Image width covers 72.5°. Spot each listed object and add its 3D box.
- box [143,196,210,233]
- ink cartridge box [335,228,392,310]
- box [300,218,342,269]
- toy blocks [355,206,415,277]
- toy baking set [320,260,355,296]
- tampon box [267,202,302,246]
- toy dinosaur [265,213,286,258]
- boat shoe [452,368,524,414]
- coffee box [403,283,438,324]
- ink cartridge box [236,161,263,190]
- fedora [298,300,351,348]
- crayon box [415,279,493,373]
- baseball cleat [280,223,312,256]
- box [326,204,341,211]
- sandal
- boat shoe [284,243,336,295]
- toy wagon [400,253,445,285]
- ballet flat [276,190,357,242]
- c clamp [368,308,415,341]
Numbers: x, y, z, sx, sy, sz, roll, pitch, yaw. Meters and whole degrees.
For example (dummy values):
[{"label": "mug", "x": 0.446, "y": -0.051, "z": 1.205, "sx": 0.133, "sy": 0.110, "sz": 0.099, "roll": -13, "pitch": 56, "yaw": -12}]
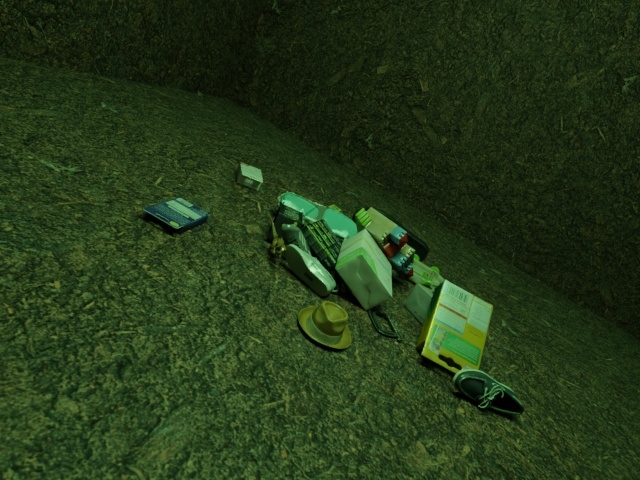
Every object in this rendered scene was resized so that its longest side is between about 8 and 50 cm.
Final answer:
[{"label": "box", "x": -0.493, "y": -0.087, "z": 1.498, "sx": 0.137, "sy": 0.036, "sz": 0.225, "roll": 30, "pitch": 19, "yaw": 5}, {"label": "ink cartridge box", "x": 0.177, "y": 0.090, "z": 1.699, "sx": 0.207, "sy": 0.119, "sz": 0.353, "roll": 54, "pitch": 18, "yaw": -12}, {"label": "box", "x": 0.020, "y": 0.011, "z": 1.726, "sx": 0.190, "sy": 0.045, "sz": 0.184, "roll": 54, "pitch": 26, "yaw": 4}, {"label": "toy blocks", "x": 0.287, "y": 0.035, "z": 1.876, "sx": 0.261, "sy": 0.191, "sz": 0.381, "roll": 38, "pitch": -19, "yaw": 27}, {"label": "toy baking set", "x": 0.056, "y": 0.140, "z": 1.666, "sx": 0.256, "sy": 0.030, "sz": 0.196, "roll": 13, "pitch": 25, "yaw": -35}, {"label": "tampon box", "x": -0.139, "y": -0.060, "z": 1.753, "sx": 0.102, "sy": 0.120, "sz": 0.161, "roll": 24, "pitch": 16, "yaw": -9}, {"label": "toy dinosaur", "x": -0.158, "y": 0.007, "z": 1.592, "sx": 0.064, "sy": 0.112, "sz": 0.211, "roll": 15, "pitch": 24, "yaw": -30}, {"label": "boat shoe", "x": 0.528, "y": 0.483, "z": 1.370, "sx": 0.255, "sy": 0.095, "sz": 0.079, "roll": 31, "pitch": 7, "yaw": -18}, {"label": "coffee box", "x": 0.510, "y": 0.277, "z": 1.791, "sx": 0.297, "sy": 0.118, "sz": 0.168, "roll": 9, "pitch": 27, "yaw": -41}, {"label": "ink cartridge box", "x": -0.355, "y": -0.315, "z": 2.177, "sx": 0.116, "sy": 0.067, "sz": 0.198, "roll": 20, "pitch": 20, "yaw": -20}, {"label": "fedora", "x": 0.027, "y": 0.241, "z": 1.319, "sx": 0.195, "sy": 0.079, "sz": 0.194, "roll": 24, "pitch": 21, "yaw": -10}, {"label": "crayon box", "x": 0.467, "y": 0.322, "z": 1.532, "sx": 0.203, "sy": 0.083, "sz": 0.322, "roll": 29, "pitch": 54, "yaw": 2}, {"label": "baseball cleat", "x": -0.077, "y": 0.025, "z": 1.610, "sx": 0.206, "sy": 0.072, "sz": 0.109, "roll": 50, "pitch": 14, "yaw": -45}, {"label": "box", "x": 0.030, "y": -0.117, "z": 2.170, "sx": 0.058, "sy": 0.087, "sz": 0.232, "roll": 34, "pitch": 20, "yaw": 10}, {"label": "sandal", "x": 0.361, "y": -0.029, "z": 2.293, "sx": 0.446, "sy": 0.167, "sz": 0.107, "roll": 31, "pitch": 38, "yaw": 9}, {"label": "boat shoe", "x": -0.035, "y": 0.100, "z": 1.551, "sx": 0.227, "sy": 0.079, "sz": 0.081, "roll": 47, "pitch": 34, "yaw": 15}, {"label": "toy wagon", "x": 0.513, "y": 0.178, "z": 2.108, "sx": 0.345, "sy": 0.068, "sz": 0.267, "roll": 33, "pitch": 21, "yaw": 12}, {"label": "ballet flat", "x": -0.013, "y": -0.094, "z": 1.997, "sx": 0.409, "sy": 0.146, "sz": 0.147, "roll": 28, "pitch": 20, "yaw": -2}, {"label": "c clamp", "x": 0.239, "y": 0.300, "z": 1.539, "sx": 0.137, "sy": 0.022, "sz": 0.160, "roll": 12, "pitch": 27, "yaw": -26}]
